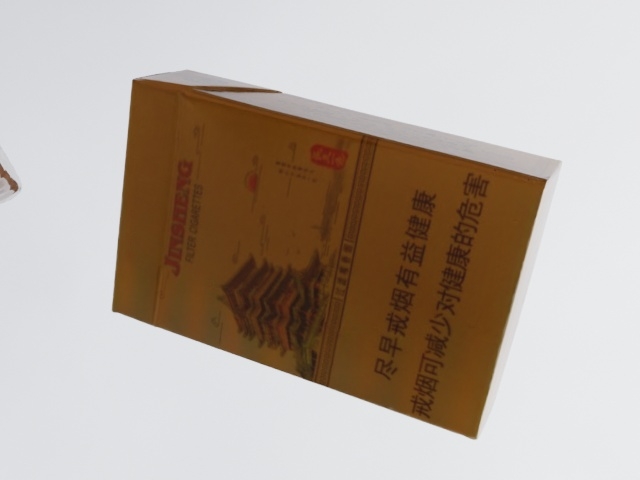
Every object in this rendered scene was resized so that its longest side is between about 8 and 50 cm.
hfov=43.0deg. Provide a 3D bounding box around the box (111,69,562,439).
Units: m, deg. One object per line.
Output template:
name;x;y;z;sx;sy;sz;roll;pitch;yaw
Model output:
box;0.000;0.000;0.542;0.274;0.076;0.174;16;-71;17

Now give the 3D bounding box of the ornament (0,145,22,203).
ornament;-0.252;-0.055;0.267;0.218;0.221;0.235;-31;-137;-13
